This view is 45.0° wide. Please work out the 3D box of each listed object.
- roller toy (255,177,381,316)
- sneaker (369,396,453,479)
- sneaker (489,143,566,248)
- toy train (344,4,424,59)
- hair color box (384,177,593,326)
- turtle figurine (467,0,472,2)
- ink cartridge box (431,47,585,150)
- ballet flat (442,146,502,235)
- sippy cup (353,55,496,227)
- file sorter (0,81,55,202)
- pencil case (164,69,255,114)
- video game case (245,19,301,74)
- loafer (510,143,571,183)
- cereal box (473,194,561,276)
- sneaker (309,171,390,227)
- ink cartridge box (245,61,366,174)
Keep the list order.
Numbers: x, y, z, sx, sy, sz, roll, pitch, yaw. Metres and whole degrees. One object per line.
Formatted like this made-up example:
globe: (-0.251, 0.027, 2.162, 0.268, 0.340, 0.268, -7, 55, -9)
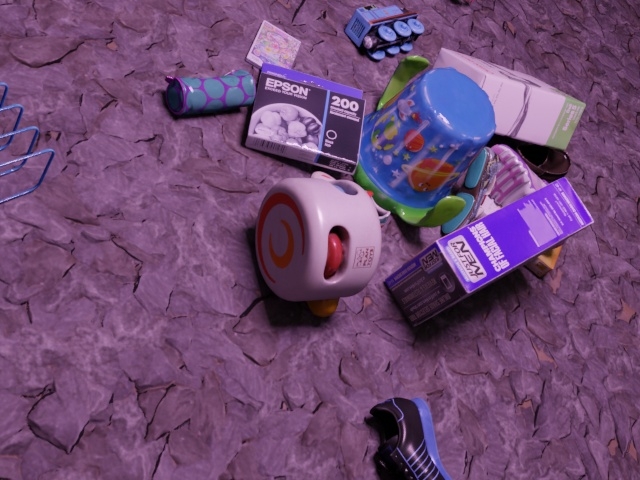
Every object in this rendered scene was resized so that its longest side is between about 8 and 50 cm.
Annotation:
roller toy: (0.000, 0.000, 1.221, 0.146, 0.191, 0.209, -1, 63, -33)
sneaker: (0.140, 0.351, 1.173, 0.090, 0.081, 0.232, 2, 55, -28)
sneaker: (0.418, -0.097, 1.550, 0.236, 0.095, 0.104, 52, 45, -1)
toy train: (0.144, -0.459, 1.670, 0.184, 0.080, 0.105, -26, 72, -40)
hair color box: (0.300, 0.018, 1.373, 0.338, 0.185, 0.110, -26, 80, -32)
turtle figurine: (0.323, -0.670, 1.885, 0.175, 0.118, 0.234, 0, 46, -48)
ink cartridge box: (0.386, -0.300, 1.645, 0.272, 0.115, 0.198, 9, 24, -27)
ballet flat: (0.300, -0.086, 1.496, 0.070, 0.070, 0.188, 23, 97, -19)
sippy cup: (0.199, -0.196, 1.445, 0.240, 0.224, 0.305, -33, 82, -41)
file sorter: (-0.467, -0.146, 1.072, 0.104, 0.118, 0.170, -30, 81, -44)
pencil case: (-0.191, -0.259, 1.346, 0.151, 0.064, 0.070, -15, 84, -37)
video game case: (-0.091, -0.371, 1.511, 0.087, 0.011, 0.122, 28, 51, -15)
loafer: (0.485, -0.175, 1.705, 0.220, 0.078, 0.080, -7, 66, -34)
cereal box: (0.401, -0.060, 1.603, 0.240, 0.047, 0.173, 39, 50, -6)
sneaker: (0.057, -0.079, 1.381, 0.161, 0.075, 0.057, 41, 49, -4)
ink cartridge box: (-0.021, -0.237, 1.421, 0.206, 0.045, 0.208, 13, 58, -10)
